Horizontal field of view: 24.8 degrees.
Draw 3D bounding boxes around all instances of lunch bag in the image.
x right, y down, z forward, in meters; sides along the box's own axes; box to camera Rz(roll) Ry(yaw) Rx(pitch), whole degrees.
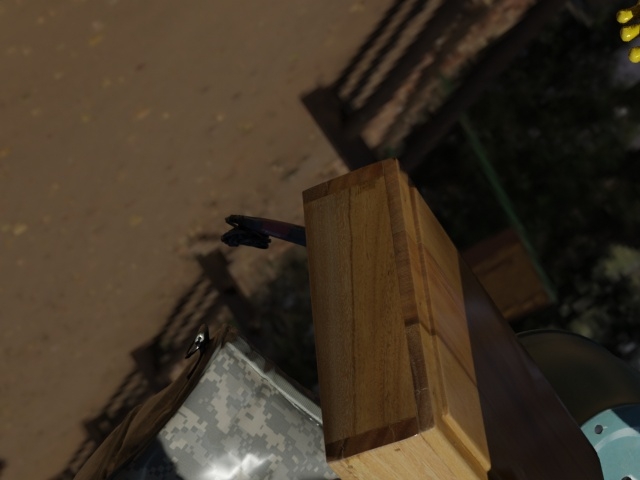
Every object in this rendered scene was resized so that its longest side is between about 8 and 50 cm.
[{"bbox_3d":[-0.057,0.251,1.343,0.256,0.305,0.212,-48,-173,21],"label":"lunch bag"}]

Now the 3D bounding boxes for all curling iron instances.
[{"bbox_3d":[0.000,0.000,1.678,0.274,0.035,0.068,8,173,-37],"label":"curling iron"}]

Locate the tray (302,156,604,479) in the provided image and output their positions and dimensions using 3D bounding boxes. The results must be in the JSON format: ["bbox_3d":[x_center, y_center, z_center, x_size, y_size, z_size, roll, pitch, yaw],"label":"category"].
[{"bbox_3d":[0.117,0.147,0.992,0.076,0.203,0.411,-20,138,17],"label":"tray"}]

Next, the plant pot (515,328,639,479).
[{"bbox_3d":[0.305,0.251,1.675,0.271,0.272,0.255,-32,-169,-11],"label":"plant pot"}]

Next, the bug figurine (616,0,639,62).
[{"bbox_3d":[0.348,-0.152,0.957,0.279,0.216,0.072,-16,158,2],"label":"bug figurine"}]
